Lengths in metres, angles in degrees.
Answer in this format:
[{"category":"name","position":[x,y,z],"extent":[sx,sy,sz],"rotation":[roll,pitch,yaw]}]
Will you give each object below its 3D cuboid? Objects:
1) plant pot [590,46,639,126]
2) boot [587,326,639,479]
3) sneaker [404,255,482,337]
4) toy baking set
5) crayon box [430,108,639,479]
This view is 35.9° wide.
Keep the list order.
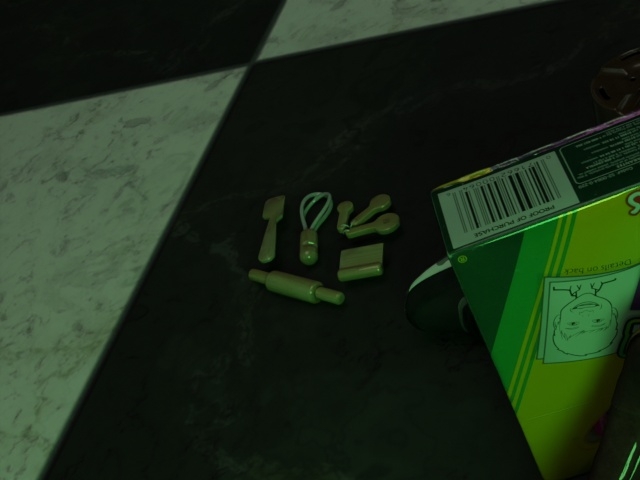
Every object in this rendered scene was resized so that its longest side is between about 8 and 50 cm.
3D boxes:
[{"category":"plant pot","position":[0.388,-0.124,1.134],"extent":[0.167,0.165,0.167],"rotation":[-18,38,15]},{"category":"boot","position":[0.248,0.199,0.786],"extent":[0.090,0.248,0.207],"rotation":[22,61,29]},{"category":"sneaker","position":[0.223,0.076,1.060],"extent":[0.283,0.107,0.124],"rotation":[-11,46,21]},{"category":"toy baking set","position":[-0.003,0.005,1.344],"extent":[0.256,0.030,0.196],"rotation":[8,47,38]},{"category":"crayon box","position":[0.321,0.035,0.868],"extent":[0.363,0.313,0.106],"rotation":[-21,35,11]}]
